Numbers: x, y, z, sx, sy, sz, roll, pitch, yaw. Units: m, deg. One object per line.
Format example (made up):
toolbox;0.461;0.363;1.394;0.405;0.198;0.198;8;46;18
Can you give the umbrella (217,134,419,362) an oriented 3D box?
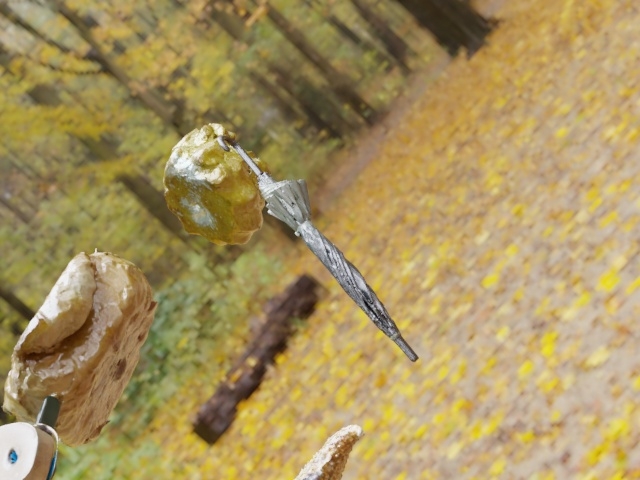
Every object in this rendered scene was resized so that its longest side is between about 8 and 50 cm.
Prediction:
umbrella;0.002;0.000;1.063;0.044;0.269;0.044;-48;-20;19

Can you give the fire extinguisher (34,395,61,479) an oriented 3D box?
fire extinguisher;-0.339;0.291;1.235;0.311;0.095;0.114;-53;20;25

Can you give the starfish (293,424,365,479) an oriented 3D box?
starfish;-0.012;0.282;1.201;0.071;0.216;0.238;79;-153;-56

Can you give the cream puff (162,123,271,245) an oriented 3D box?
cream puff;-0.120;-0.072;1.530;0.116;0.146;0.146;-52;6;-38

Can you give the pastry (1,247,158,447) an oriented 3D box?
pastry;-0.255;0.122;1.320;0.218;0.100;0.229;-59;-7;-52

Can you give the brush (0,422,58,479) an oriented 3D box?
brush;-0.280;0.178;0.842;0.327;0.065;0.070;-19;48;35
